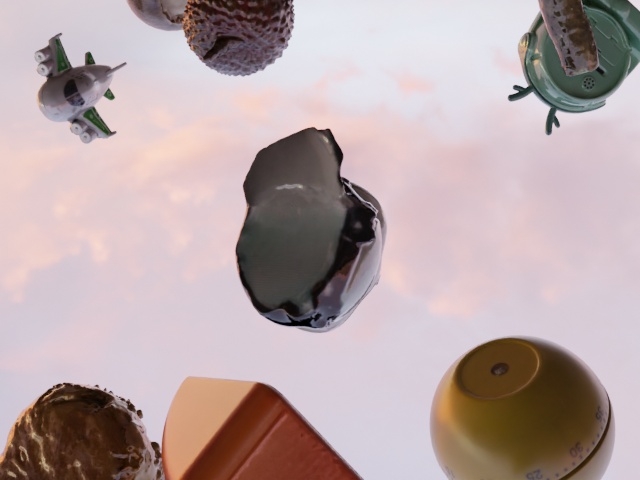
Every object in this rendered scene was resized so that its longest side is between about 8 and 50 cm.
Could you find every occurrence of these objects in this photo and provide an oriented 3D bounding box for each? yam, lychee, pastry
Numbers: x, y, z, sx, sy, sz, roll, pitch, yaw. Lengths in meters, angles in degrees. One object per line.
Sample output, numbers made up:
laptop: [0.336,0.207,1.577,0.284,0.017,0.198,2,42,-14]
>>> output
yam: [0.285,-0.338,1.176,0.061,0.274,0.061,-21,-161,8]
lychee: [-0.120,-0.316,1.383,0.165,0.165,0.197,0,-136,13]
pastry: [-0.358,0.361,1.418,0.255,0.311,0.162,39,-170,18]

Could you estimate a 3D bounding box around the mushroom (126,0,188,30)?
mushroom: [-0.198,-0.471,1.514,0.297,0.278,0.163,-48,-125,4]

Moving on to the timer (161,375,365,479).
timer: [-0.065,0.282,1.124,0.161,0.257,0.250,-44,-164,-9]

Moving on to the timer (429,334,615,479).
timer: [0.388,0.380,1.785,0.376,0.387,0.376,-21,-151,12]

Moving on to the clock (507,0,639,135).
clock: [0.354,-0.250,1.319,0.211,0.159,0.066,-54,-170,-3]

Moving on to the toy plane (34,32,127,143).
toy plane: [-0.368,-0.234,1.461,0.080,0.174,0.174,-16,-159,31]

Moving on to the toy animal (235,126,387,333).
toy animal: [0.000,0.000,0.865,0.138,0.166,0.179,29,179,15]
